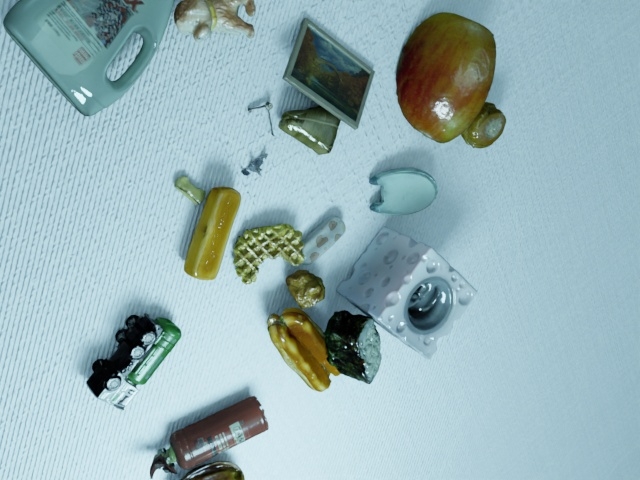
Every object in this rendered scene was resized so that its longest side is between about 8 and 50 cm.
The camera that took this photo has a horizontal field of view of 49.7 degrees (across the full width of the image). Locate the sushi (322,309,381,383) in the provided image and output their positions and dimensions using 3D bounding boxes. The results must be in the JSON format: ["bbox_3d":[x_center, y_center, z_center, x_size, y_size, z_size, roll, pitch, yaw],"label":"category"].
[{"bbox_3d":[0.088,0.286,1.880,0.124,0.127,0.225,-58,145,-35],"label":"sushi"}]

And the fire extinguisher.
[{"bbox_3d":[-0.298,0.530,1.818,0.336,0.147,0.107,-22,101,-23],"label":"fire extinguisher"}]

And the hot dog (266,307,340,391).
[{"bbox_3d":[-0.048,0.292,1.907,0.135,0.100,0.337,-46,131,-12],"label":"hot dog"}]

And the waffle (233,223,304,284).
[{"bbox_3d":[-0.135,0.032,1.804,0.194,0.051,0.149,-9,109,-18],"label":"waffle"}]

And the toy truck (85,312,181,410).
[{"bbox_3d":[-0.451,0.288,1.689,0.243,0.101,0.125,-52,134,-9],"label":"toy truck"}]

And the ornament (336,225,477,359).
[{"bbox_3d":[0.241,0.143,1.945,0.239,0.239,0.240,40,84,-31],"label":"ornament"}]

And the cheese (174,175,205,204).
[{"bbox_3d":[-0.314,-0.124,1.676,0.083,0.030,0.044,42,62,-27],"label":"cheese"}]

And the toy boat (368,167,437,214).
[{"bbox_3d":[0.231,-0.141,1.961,0.207,0.079,0.134,-9,102,-15],"label":"toy boat"}]

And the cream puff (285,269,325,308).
[{"bbox_3d":[-0.035,0.129,1.862,0.094,0.116,0.122,-29,133,-5],"label":"cream puff"}]

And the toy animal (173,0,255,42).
[{"bbox_3d":[-0.245,-0.536,1.531,0.185,0.104,0.184,-15,111,-32],"label":"toy animal"}]

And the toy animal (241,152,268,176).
[{"bbox_3d":[-0.159,-0.181,1.744,0.084,0.028,0.050,-36,111,-14],"label":"toy animal"}]

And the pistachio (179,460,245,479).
[{"bbox_3d":[-0.303,0.675,1.874,0.210,0.130,0.165,-3,110,-20],"label":"pistachio"}]

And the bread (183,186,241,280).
[{"bbox_3d":[-0.267,-0.022,1.707,0.092,0.074,0.240,15,97,-38],"label":"bread"}]

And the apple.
[{"bbox_3d":[0.342,-0.442,1.889,0.179,0.253,0.346,-19,125,-70],"label":"apple"}]

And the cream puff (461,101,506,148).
[{"bbox_3d":[0.463,-0.337,2.001,0.143,0.103,0.126,-27,130,-20],"label":"cream puff"}]

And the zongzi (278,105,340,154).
[{"bbox_3d":[-0.012,-0.325,1.758,0.160,0.078,0.176,28,81,-35],"label":"zongzi"}]

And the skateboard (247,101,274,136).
[{"bbox_3d":[-0.142,-0.297,1.721,0.063,0.032,0.083,-18,112,-13],"label":"skateboard"}]

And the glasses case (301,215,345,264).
[{"bbox_3d":[0.000,0.000,1.881,0.164,0.041,0.063,-42,119,-10],"label":"glasses case"}]

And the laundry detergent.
[{"bbox_3d":[-0.425,-0.477,1.453,0.398,0.124,0.264,-45,120,-13],"label":"laundry detergent"}]

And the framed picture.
[{"bbox_3d":[0.027,-0.418,1.745,0.249,0.016,0.184,31,67,-32],"label":"framed picture"}]
